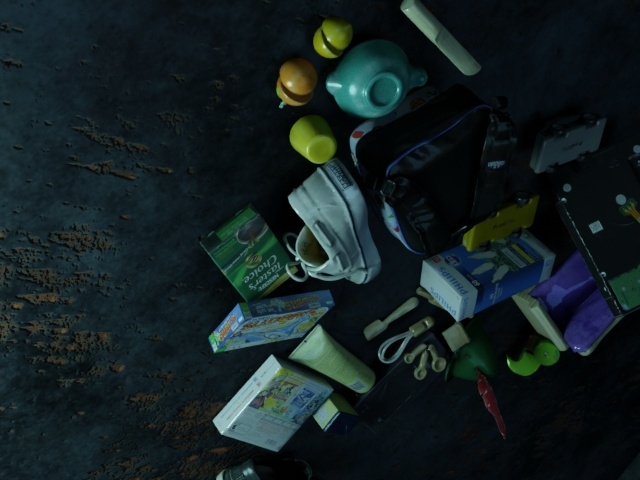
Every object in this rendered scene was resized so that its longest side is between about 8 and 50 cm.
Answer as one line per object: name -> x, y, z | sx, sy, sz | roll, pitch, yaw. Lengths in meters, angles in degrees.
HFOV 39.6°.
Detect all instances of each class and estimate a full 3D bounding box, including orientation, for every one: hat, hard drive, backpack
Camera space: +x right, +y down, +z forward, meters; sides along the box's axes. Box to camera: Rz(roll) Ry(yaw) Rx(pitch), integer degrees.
hat -> 0.408, 0.303, 2.081 | 0.173, 0.183, 0.209 | -45, 153, -37
hard drive -> 0.656, -0.035, 1.892 | 0.236, 0.339, 0.064 | -26, 169, -3
hard drive -> 0.178, 0.318, 2.039 | 0.254, 0.054, 0.172 | -43, 141, -2
backpack -> 0.186, -0.115, 1.538 | 0.276, 0.213, 0.263 | -28, 131, -8

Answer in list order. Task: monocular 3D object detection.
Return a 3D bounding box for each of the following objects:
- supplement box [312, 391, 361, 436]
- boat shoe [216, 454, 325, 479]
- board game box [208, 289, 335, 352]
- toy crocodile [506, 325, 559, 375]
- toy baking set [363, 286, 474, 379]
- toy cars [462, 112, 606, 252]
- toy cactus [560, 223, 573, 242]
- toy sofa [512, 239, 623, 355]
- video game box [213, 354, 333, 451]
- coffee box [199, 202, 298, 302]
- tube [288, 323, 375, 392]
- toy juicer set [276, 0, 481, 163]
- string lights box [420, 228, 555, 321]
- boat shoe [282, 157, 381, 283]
supplement box -> 0.027, 0.374, 1.939 | 0.056, 0.083, 0.083 | -51, 140, 10
boat shoe -> -0.071, 0.534, 1.969 | 0.340, 0.127, 0.113 | 27, 118, -40
board game box -> -0.089, 0.148, 1.637 | 0.201, 0.035, 0.136 | -7, 152, -36
toy crocodile -> 0.593, 0.204, 2.260 | 0.341, 0.105, 0.115 | -63, 176, 24
toy baking set -> 0.224, 0.200, 1.939 | 0.256, 0.030, 0.197 | 30, 90, -28
toy cars -> 0.421, -0.132, 1.823 | 0.394, 0.087, 0.176 | -49, 141, 2
toy cactus -> 0.609, 0.040, 2.142 | 0.219, 0.112, 0.180 | -57, 158, 13
toy sofa -> 0.617, 0.071, 1.972 | 0.362, 0.177, 0.150 | -42, 115, -6
video game box -> -0.094, 0.339, 1.835 | 0.187, 0.048, 0.205 | -46, 141, 7
coffee box -> -0.119, 0.028, 1.537 | 0.113, 0.040, 0.184 | -38, 141, -7
tube -> 0.031, 0.251, 1.861 | 0.240, 0.062, 0.070 | 38, 53, -46
toy juicer set -> 0.073, -0.280, 1.397 | 0.329, 0.089, 0.209 | -31, 128, -2
string lights box -> 0.357, 0.063, 1.899 | 0.259, 0.133, 0.077 | -22, 137, -25
boat shoe -> 0.004, 0.006, 1.518 | 0.156, 0.136, 0.367 | -32, 158, -6
